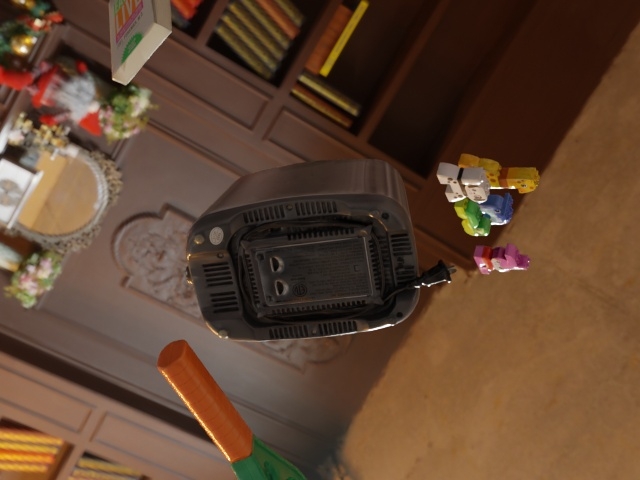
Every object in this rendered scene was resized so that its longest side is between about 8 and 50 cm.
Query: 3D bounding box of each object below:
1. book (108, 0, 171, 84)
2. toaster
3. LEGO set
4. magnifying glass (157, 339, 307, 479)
[{"bbox_3d":[-0.218,-0.267,0.879,0.096,0.035,0.144,-39,-132,31],"label":"book"},{"bbox_3d":[0.000,0.000,0.653,0.146,0.227,0.129,-78,158,-65],"label":"toaster"},{"bbox_3d":[0.235,-0.048,0.952,0.093,0.227,0.087,3,-121,30],"label":"LEGO set"},{"bbox_3d":[-0.045,0.164,0.522,0.026,0.231,0.092,-24,-155,8],"label":"magnifying glass"}]
